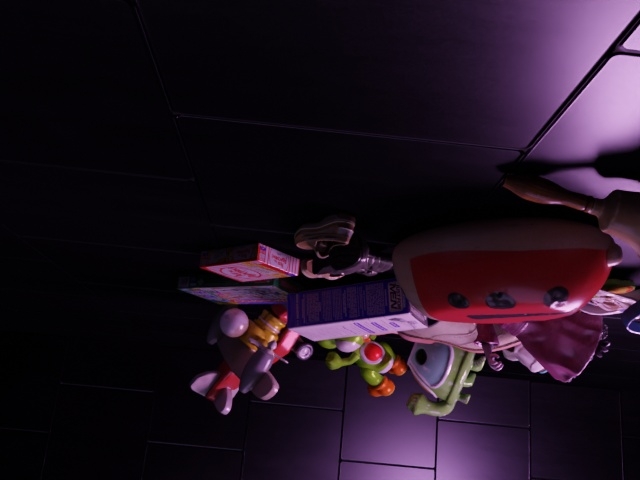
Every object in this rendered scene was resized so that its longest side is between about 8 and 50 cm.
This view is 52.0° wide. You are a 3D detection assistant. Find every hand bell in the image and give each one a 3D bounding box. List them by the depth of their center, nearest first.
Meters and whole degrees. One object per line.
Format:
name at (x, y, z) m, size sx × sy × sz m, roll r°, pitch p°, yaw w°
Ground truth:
hand bell at (0.394, -0.056, 0.989) m, size 0.242 × 0.126 × 0.126 m, roll 16°, pitch 164°, yaw 5°

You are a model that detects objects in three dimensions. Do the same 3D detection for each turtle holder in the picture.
turtle holder at (0.413, 0.425, 2.209) m, size 0.228 × 0.243 × 0.320 m, roll 22°, pitch 128°, yaw 13°

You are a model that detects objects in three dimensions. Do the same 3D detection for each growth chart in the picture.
growth chart at (0.639, 0.135, 1.499) m, size 0.237 × 0.021 × 0.172 m, roll 16°, pitch 170°, yaw 12°

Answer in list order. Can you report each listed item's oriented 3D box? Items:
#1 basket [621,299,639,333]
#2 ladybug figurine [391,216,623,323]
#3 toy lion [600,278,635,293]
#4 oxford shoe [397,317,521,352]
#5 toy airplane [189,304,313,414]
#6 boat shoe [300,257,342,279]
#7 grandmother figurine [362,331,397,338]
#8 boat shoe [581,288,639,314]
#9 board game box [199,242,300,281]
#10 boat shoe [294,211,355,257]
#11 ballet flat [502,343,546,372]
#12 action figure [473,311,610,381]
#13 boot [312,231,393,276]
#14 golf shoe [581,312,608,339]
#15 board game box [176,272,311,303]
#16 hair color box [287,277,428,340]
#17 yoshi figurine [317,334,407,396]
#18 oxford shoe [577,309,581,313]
basket at (0.688, 0.085, 1.093) m, size 0.255 × 0.201 × 0.289 m, roll 15°, pitch 129°, yaw -27°
ladybug figurine at (0.342, 0.068, 1.264) m, size 0.449 × 0.161 × 0.305 m, roll -10°, pitch 157°, yaw 41°
toy lion at (0.677, 0.108, 1.524) m, size 0.096 × 0.034 × 0.100 m, roll -11°, pitch 157°, yaw 24°
oxford shoe at (0.386, 0.223, 1.812) m, size 0.397 × 0.140 × 0.146 m, roll -3°, pitch 153°, yaw 19°
toy airplane at (-0.242, 0.329, 2.003) m, size 0.386 × 0.384 × 0.272 m, roll -11°, pitch 124°, yaw 27°
boat shoe at (0.008, 0.066, 1.563) m, size 0.045 × 0.050 × 0.135 m, roll -14°, pitch 165°, yaw 39°
grandmother figurine at (0.303, 0.257, 2.013) m, size 0.343 × 0.104 × 0.208 m, roll -3°, pitch -163°, yaw 13°
boat shoe at (0.721, 0.149, 1.601) m, size 0.184 × 0.066 × 0.063 m, roll -12°, pitch 157°, yaw 20°
board game box at (-0.170, 0.055, 1.578) m, size 0.194 × 0.045 × 0.147 m, roll -8°, pitch 158°, yaw 38°
boat shoe at (0.000, 0.000, 1.300) m, size 0.068 × 0.072 × 0.190 m, roll 13°, pitch 162°, yaw -24°
ballet flat at (0.597, 0.294, 1.969) m, size 0.139 × 0.139 × 0.400 m, roll 4°, pitch 180°, yaw 3°
action figure at (0.481, 0.165, 1.552) m, size 0.370 × 0.248 × 0.276 m, roll 30°, pitch -159°, yaw 10°
boot at (0.092, 0.032, 1.399) m, size 0.161 × 0.083 × 0.246 m, roll 4°, pitch 170°, yaw -20°
golf shoe at (0.723, 0.244, 1.899) m, size 0.198 × 0.077 × 0.094 m, roll 10°, pitch 175°, yaw 9°
board game box at (-0.215, 0.137, 1.864) m, size 0.317 × 0.046 × 0.213 m, roll -4°, pitch 160°, yaw 27°
hair color box at (0.100, 0.188, 1.763) m, size 0.339 × 0.110 × 0.185 m, roll -8°, pitch 159°, yaw 21°
yoshi figurine at (0.113, 0.360, 2.215) m, size 0.203 × 0.203 × 0.362 m, roll -35°, pitch 114°, yaw 17°
oxford shoe at (0.570, 0.173, 1.713) m, size 0.212 × 0.076 × 0.076 m, roll 18°, pitch 168°, yaw 15°
